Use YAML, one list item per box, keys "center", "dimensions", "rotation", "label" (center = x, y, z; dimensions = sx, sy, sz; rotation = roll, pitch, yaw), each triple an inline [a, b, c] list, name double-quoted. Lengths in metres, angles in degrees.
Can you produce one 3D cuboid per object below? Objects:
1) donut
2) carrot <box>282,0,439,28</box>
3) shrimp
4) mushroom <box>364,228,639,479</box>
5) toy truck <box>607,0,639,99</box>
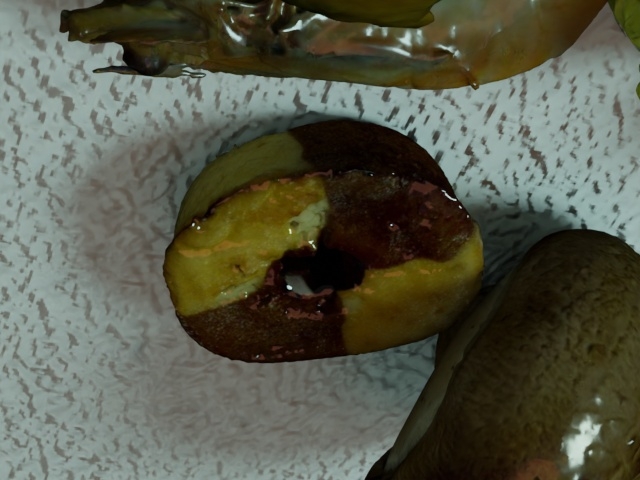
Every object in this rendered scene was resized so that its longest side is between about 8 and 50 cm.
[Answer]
- center: [0.000, 0.000, 0.864]
  dimensions: [0.184, 0.073, 0.166]
  rotation: [-17, 137, 8]
  label: "donut"
- center: [-0.034, -0.223, 0.515]
  dimensions: [0.340, 0.241, 0.241]
  rotation: [23, 127, -33]
  label: "carrot"
- center: [0.014, -0.139, 0.732]
  dimensions: [0.287, 0.063, 0.152]
  rotation: [-4, 134, -10]
  label: "shrimp"
- center: [0.125, 0.112, 0.905]
  dimensions: [0.153, 0.253, 0.253]
  rotation: [33, 130, 7]
  label: "mushroom"
- center: [0.285, -0.064, 0.789]
  dimensions: [0.272, 0.157, 0.124]
  rotation: [30, 124, -34]
  label: "toy truck"
